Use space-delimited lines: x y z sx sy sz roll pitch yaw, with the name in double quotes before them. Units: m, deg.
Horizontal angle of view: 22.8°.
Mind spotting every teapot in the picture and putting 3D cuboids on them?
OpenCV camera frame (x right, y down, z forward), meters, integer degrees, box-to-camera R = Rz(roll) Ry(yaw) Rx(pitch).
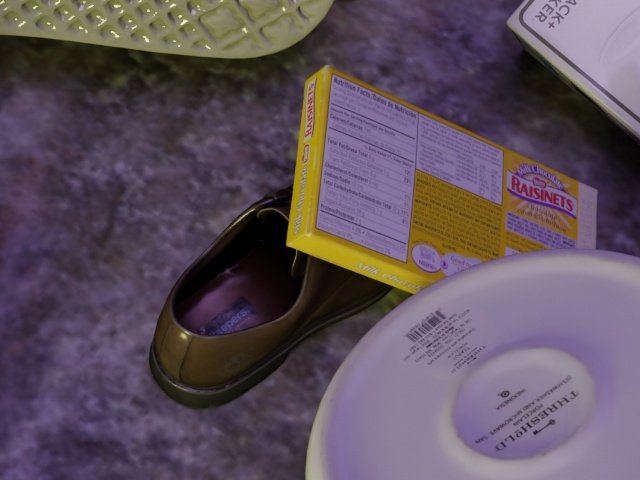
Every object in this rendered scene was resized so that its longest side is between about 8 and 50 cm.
"teapot" 0.120 0.144 0.801 0.256 0.187 0.252 -6 43 20

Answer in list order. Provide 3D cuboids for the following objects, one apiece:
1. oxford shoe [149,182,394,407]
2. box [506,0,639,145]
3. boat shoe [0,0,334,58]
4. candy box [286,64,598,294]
"oxford shoe" 0.000 0.000 0.896 0.083 0.096 0.227 40 66 14
"box" 0.274 -0.092 0.937 0.290 0.087 0.169 41 95 14
"boat shoe" -0.228 -0.224 0.905 0.500 0.187 0.156 7 43 -17
"candy box" 0.075 -0.014 0.894 0.206 0.027 0.105 22 58 -29
